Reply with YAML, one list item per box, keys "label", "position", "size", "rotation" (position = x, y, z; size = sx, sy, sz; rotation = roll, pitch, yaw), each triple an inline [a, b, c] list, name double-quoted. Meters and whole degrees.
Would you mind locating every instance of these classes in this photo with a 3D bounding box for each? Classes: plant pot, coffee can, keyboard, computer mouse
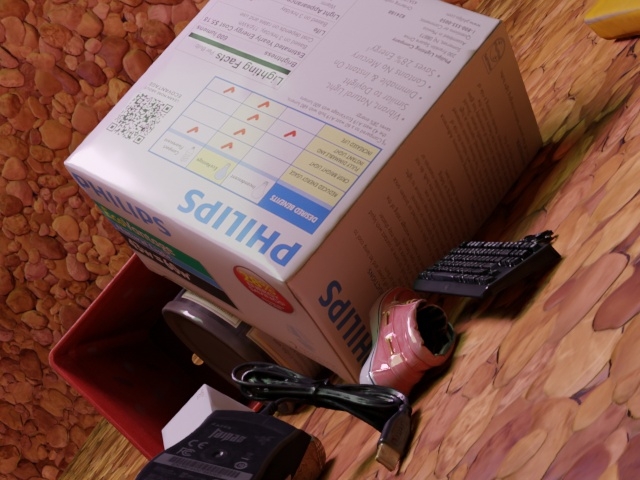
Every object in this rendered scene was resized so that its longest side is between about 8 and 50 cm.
- label: "plant pot"
  position: [-0.172, 0.148, 1.931]
  size: [0.267, 0.267, 0.236]
  rotation: [-48, -7, 11]
- label: "coffee can"
  position: [-0.032, 0.047, 1.676]
  size: [0.275, 0.201, 0.201]
  rotation: [-51, 6, -16]
- label: "keyboard"
  position: [0.153, 0.016, 1.209]
  size: [0.108, 0.023, 0.180]
  rotation: [-28, 8, -14]
- label: "computer mouse"
  position: [-0.029, 0.187, 1.107]
  size: [0.262, 0.184, 0.060]
  rotation: [-45, -41, -60]

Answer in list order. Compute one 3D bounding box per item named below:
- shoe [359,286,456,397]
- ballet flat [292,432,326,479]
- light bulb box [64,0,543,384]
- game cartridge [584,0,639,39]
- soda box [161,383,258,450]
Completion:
- label: "shoe"
  position: [0.089, 0.082, 1.263]
  size: [0.081, 0.063, 0.178]
  rotation: [-44, 13, 28]
- label: "ballet flat"
  position: [-0.082, 0.259, 1.296]
  size: [0.206, 0.073, 0.067]
  rotation: [-50, -36, 3]
- label: "light bulb box"
  position: [-0.013, -0.094, 1.487]
  size: [0.361, 0.358, 0.225]
  rotation: [-51, -38, -16]
- label: "game cartridge"
  position: [0.429, -0.336, 1.445]
  size: [0.285, 0.053, 0.323]
  rotation: [-49, 8, 3]
- label: "soda box"
  position: [-0.082, 0.226, 1.190]
  size: [0.069, 0.074, 0.216]
  rotation: [-48, 29, 15]
